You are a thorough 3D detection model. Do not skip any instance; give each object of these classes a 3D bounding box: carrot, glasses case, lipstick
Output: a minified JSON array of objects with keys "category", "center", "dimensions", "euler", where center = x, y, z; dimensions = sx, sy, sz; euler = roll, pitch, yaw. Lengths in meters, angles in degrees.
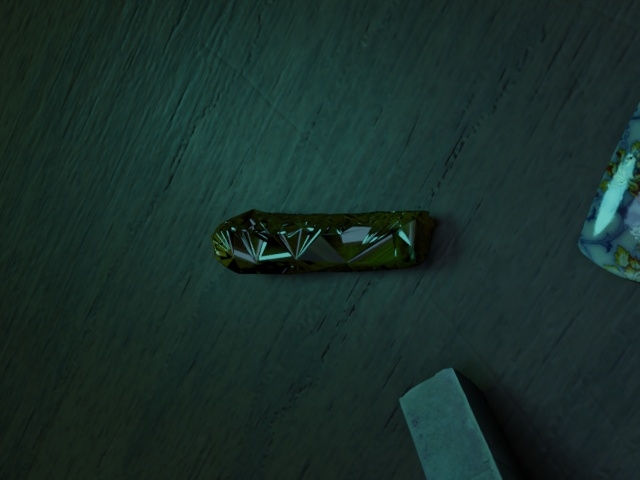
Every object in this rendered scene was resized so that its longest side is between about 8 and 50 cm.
[{"category":"carrot","center":[0.000,0.001,0.792],"dimensions":[0.228,0.069,0.069],"euler":[-1,89,24]},{"category":"glasses case","center":[0.298,-0.084,0.650],"dimensions":[0.086,0.065,0.248],"euler":[31,103,21]},{"category":"lipstick","center":[0.147,0.248,0.628],"dimensions":[0.066,0.068,0.317],"euler":[-37,42,17]}]
